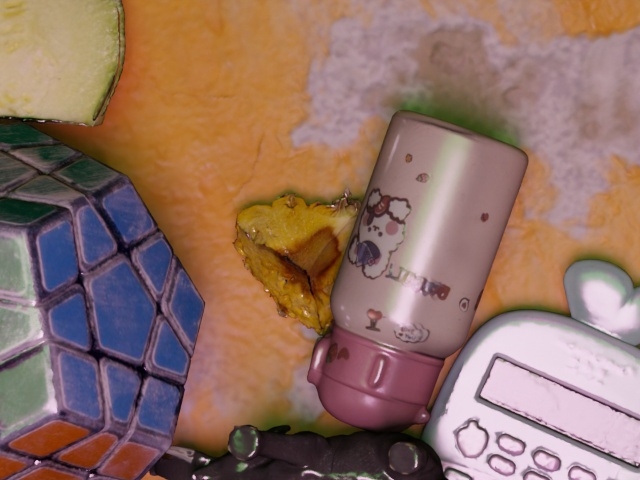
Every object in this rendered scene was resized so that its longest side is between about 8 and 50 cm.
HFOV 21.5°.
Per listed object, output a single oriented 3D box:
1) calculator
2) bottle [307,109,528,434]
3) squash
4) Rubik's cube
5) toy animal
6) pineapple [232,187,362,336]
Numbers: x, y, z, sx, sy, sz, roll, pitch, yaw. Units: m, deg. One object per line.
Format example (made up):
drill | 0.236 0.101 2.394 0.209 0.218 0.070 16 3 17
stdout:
calculator | 0.171 0.159 1.260 0.185 0.041 0.299 23 91 6
bottle | 0.067 0.028 1.241 0.110 0.110 0.233 20 93 6
squash | -0.239 -0.147 1.307 0.192 0.085 0.184 6 58 3
Rubik's cube | -0.242 0.071 1.189 0.264 0.319 0.319 -12 85 30
toy animal | -0.029 0.172 1.194 0.269 0.137 0.082 1 83 21
pineapple | 0.000 0.000 1.272 0.114 0.077 0.114 -42 88 -12
